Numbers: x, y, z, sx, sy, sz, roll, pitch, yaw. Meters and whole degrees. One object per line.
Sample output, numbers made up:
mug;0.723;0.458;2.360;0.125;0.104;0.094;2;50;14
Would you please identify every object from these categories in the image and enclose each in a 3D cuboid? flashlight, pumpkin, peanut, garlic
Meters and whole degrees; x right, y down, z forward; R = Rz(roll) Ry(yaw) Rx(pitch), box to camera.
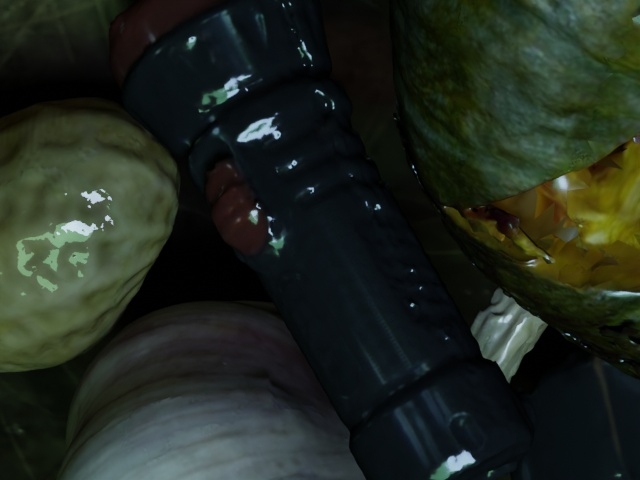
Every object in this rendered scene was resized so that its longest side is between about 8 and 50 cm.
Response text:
flashlight;0.000;0.000;0.781;0.093;0.232;0.093;-26;165;-8
pumpkin;0.172;-0.086;0.734;0.320;0.192;0.320;-2;132;-2
peanut;-0.151;0.019;0.872;0.226;0.095;0.108;-31;118;23
garlic;0.015;0.104;0.873;0.253;0.245;0.245;-40;122;11

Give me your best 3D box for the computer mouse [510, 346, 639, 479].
computer mouse;0.200;0.176;0.902;0.183;0.116;0.323;-14;115;46
